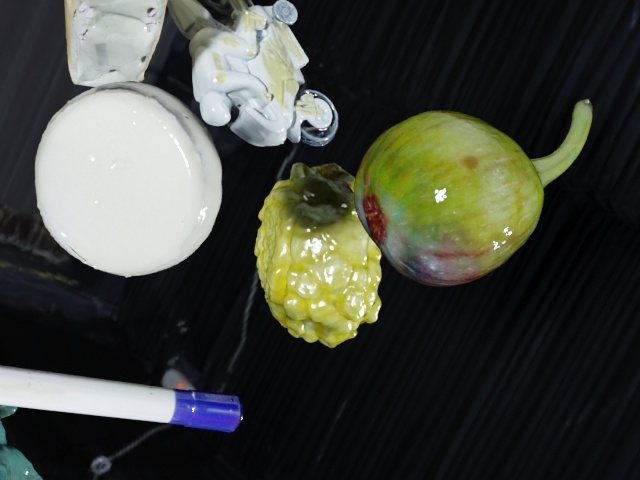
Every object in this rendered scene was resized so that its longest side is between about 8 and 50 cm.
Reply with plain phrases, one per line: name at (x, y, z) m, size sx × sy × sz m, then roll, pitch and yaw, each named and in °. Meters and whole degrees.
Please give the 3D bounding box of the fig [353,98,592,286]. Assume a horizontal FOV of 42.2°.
fig at (0.146, -0.054, 0.679) m, size 0.245 × 0.149 × 0.149 m, roll -21°, pitch -149°, yaw -23°

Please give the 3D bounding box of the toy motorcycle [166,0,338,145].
toy motorcycle at (-0.080, -0.179, 0.868) m, size 0.229 × 0.151 × 0.074 m, roll 55°, pitch 147°, yaw -8°

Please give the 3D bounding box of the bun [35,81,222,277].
bun at (-0.131, -0.045, 0.612) m, size 0.138 × 0.138 × 0.094 m, roll 28°, pitch -168°, yaw 10°

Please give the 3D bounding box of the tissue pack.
tissue pack at (-0.188, -0.276, 0.755) m, size 0.090 × 0.186 × 0.222 m, roll 3°, pitch -121°, yaw -17°

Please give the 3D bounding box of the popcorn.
popcorn at (0.000, 0.000, 1.187) m, size 0.173 × 0.225 × 0.286 m, roll 2°, pitch -122°, yaw -14°

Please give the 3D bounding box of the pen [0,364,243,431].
pen at (-0.188, 0.121, 0.650) m, size 0.269 × 0.033 × 0.033 m, roll 14°, pitch -167°, yaw -28°

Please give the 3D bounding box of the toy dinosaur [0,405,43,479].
toy dinosaur at (-0.351, 0.152, 0.744) m, size 0.383 × 0.129 × 0.331 m, roll 44°, pitch 155°, yaw 23°
